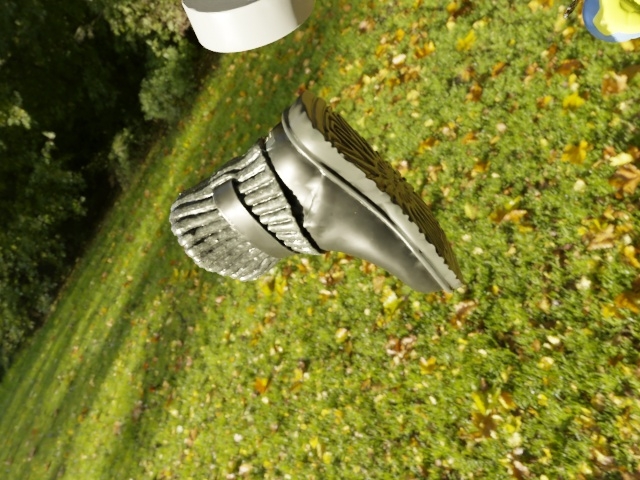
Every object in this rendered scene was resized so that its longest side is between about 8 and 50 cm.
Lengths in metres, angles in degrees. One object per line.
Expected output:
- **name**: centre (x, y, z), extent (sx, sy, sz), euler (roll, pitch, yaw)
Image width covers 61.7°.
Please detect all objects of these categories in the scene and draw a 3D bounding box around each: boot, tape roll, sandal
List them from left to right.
- **tape roll**: centre (-0.122, -0.417, 0.920), extent (0.219, 0.072, 0.219), euler (-9, 49, 11)
- **boot**: centre (0.000, -0.003, 0.727), extent (0.260, 0.348, 0.131), euler (-39, 19, 26)
- **sandal**: centre (0.472, -0.393, 0.818), extent (0.317, 0.126, 0.138), euler (-47, 12, -27)

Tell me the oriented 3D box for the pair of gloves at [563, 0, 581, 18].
- **pair of gloves**: centre (0.444, -0.430, 0.924), extent (0.010, 0.083, 0.074), euler (31, 62, 22)
